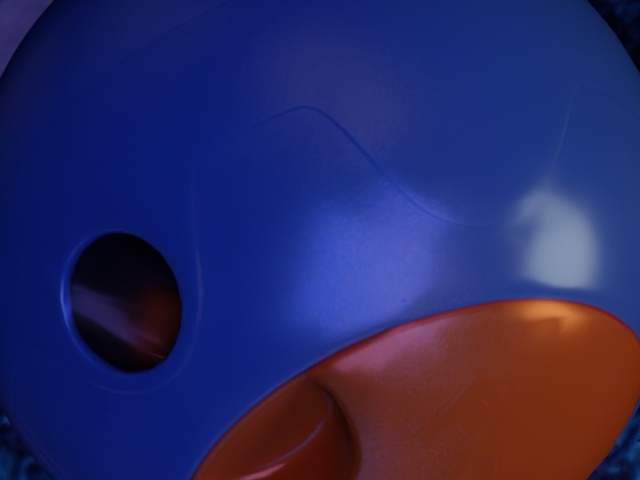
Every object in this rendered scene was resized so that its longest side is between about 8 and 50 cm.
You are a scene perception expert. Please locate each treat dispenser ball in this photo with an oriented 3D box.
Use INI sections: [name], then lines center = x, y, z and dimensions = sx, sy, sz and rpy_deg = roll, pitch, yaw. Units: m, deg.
[treat dispenser ball]
center = 0.000, 0.000, 0.596
dimensions = 0.288, 0.288, 0.288
rpy_deg = -3, 104, -11
